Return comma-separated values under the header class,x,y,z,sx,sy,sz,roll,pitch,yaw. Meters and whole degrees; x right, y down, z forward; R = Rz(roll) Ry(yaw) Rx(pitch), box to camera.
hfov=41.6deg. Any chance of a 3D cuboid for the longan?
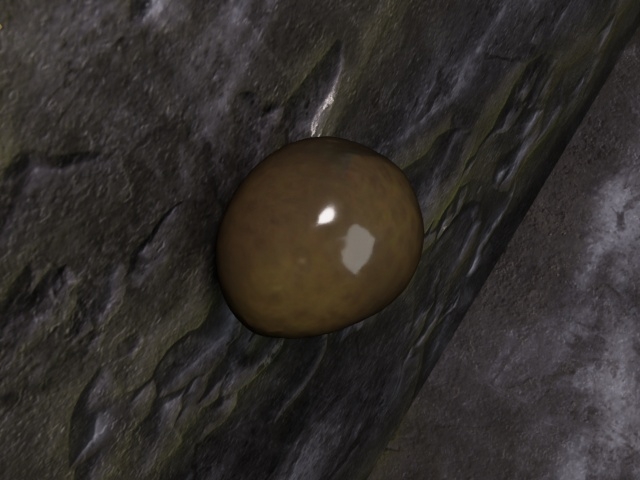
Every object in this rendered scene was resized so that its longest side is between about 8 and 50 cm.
class,x,y,z,sx,sy,sz,roll,pitch,yaw
longan,0.000,0.000,1.084,0.300,0.243,0.300,-26,151,-15
